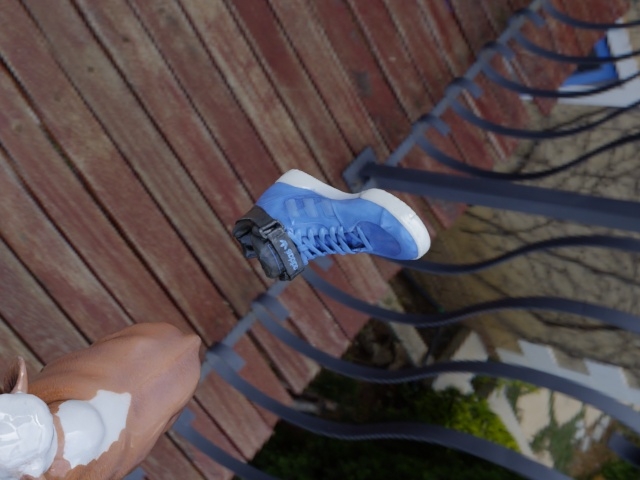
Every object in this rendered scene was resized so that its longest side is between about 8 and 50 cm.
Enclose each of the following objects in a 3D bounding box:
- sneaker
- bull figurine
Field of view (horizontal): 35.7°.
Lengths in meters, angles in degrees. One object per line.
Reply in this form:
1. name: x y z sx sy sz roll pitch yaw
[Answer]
1. sneaker: 0.000 0.001 0.703 0.084 0.152 0.058 -43 133 -25
2. bull figurine: -0.190 0.141 0.702 0.101 0.188 0.310 58 21 4
